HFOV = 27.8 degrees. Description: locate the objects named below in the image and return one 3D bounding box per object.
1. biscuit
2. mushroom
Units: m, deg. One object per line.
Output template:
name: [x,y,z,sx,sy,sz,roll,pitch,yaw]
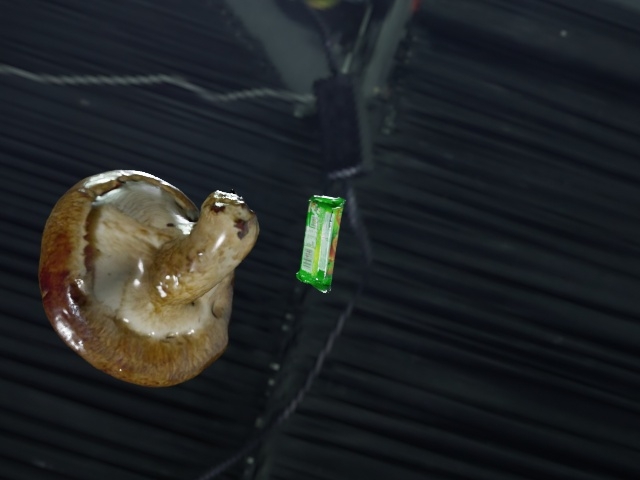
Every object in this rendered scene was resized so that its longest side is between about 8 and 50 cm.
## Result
biscuit: [0.000,0.000,1.208,0.046,0.016,0.089,20,107,46]
mushroom: [-0.219,0.035,1.581,0.254,0.267,0.267,105,-179,-59]
